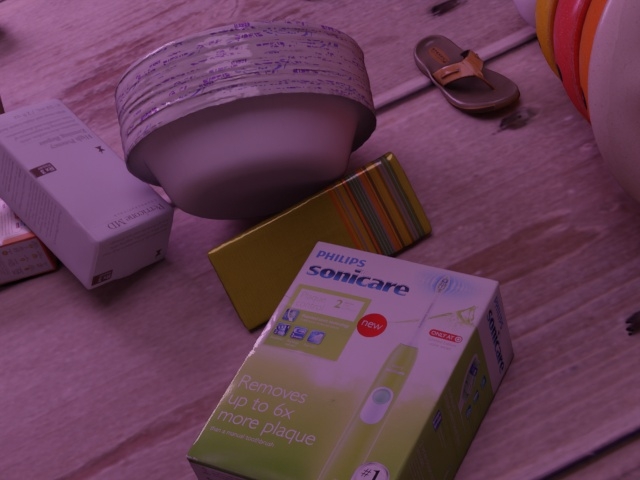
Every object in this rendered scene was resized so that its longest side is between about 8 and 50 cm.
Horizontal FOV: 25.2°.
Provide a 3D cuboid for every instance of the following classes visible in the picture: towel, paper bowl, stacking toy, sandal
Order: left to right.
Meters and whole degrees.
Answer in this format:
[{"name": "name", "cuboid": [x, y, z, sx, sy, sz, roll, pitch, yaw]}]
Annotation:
[{"name": "paper bowl", "cuboid": [-0.078, -0.119, 1.590, 0.284, 0.284, 0.148, -13, 73, 6]}, {"name": "towel", "cuboid": [0.000, 0.000, 1.574, 0.237, 0.102, 0.021, -28, 10, -9]}, {"name": "sandal", "cuboid": [0.170, -0.210, 1.744, 0.072, 0.049, 0.180, -31, 46, -12]}, {"name": "stacking toy", "cuboid": [0.359, -0.241, 1.600, 0.351, 0.350, 0.480, -28, 26, -9]}]

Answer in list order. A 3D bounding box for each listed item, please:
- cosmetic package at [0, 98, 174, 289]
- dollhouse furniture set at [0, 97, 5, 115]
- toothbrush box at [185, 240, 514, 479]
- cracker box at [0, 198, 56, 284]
[{"name": "cosmetic package", "cuboid": [-0.287, -0.058, 1.665, 0.231, 0.085, 0.117, 40, 45, 25]}, {"name": "dollhouse furniture set", "cuboid": [-0.519, -0.158, 1.808, 0.262, 0.135, 0.259, -3, 29, 26]}, {"name": "toothbrush box", "cuboid": [0.036, 0.157, 1.392, 0.206, 0.122, 0.283, 13, 52, 28]}, {"name": "cracker box", "cuboid": [-0.439, -0.008, 1.741, 0.232, 0.067, 0.155, -14, 44, 4]}]
